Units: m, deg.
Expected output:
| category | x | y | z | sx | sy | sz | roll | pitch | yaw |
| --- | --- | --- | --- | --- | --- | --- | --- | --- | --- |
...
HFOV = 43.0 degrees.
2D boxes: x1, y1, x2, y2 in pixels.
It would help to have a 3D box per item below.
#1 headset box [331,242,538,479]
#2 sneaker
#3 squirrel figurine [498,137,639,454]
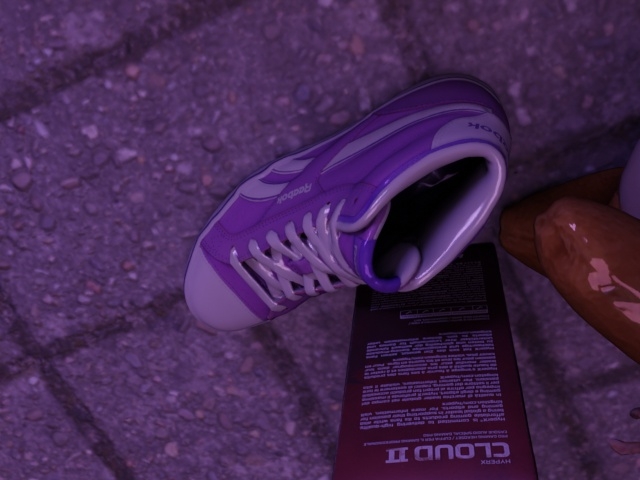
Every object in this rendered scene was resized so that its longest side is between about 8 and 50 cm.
| category | x | y | z | sx | sy | sz | roll | pitch | yaw |
| --- | --- | --- | --- | --- | --- | --- | --- | --- | --- |
| headset box | 0.084 | 0.166 | 0.540 | 0.110 | 0.293 | 0.218 | -7 | 115 | 10 |
| sneaker | 0.000 | -0.001 | 0.542 | 0.282 | 0.161 | 0.102 | -37 | 109 | 23 |
| squirrel figurine | 0.308 | 0.064 | 0.418 | 0.397 | 0.370 | 0.281 | 38 | 114 | -12 |
